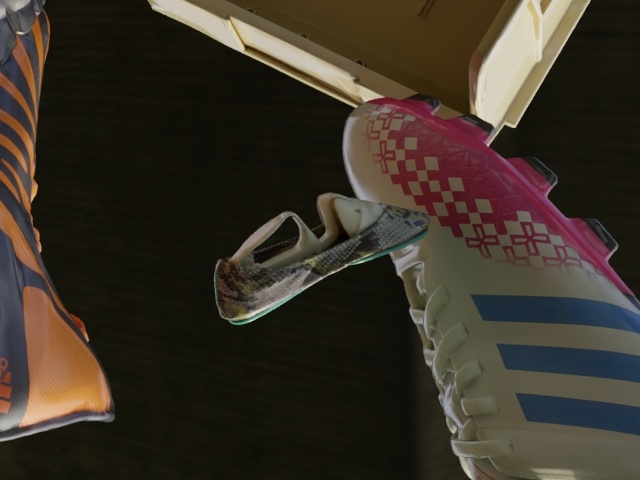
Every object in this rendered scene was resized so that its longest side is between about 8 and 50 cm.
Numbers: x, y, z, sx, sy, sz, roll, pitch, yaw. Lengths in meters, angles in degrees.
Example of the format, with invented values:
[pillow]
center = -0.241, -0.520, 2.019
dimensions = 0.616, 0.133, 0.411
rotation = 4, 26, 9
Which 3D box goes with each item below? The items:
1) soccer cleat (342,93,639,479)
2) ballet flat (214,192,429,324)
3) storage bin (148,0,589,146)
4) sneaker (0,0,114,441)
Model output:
[soccer cleat]
center = 0.098, 0.058, 0.904
dimensions = 0.331, 0.143, 0.116
rotation = 43, -10, 27
[ballet flat]
center = 0.000, 0.000, 0.861
dimensions = 0.041, 0.114, 0.041
rotation = 50, -25, 34
[storage bin]
center = 0.046, -0.222, 1.119
dimensions = 0.262, 0.123, 0.260
rotation = 27, -102, 19
[sneaker]
center = -0.162, -0.005, 0.793
dimensions = 0.125, 0.321, 0.180
rotation = -20, -70, 13
